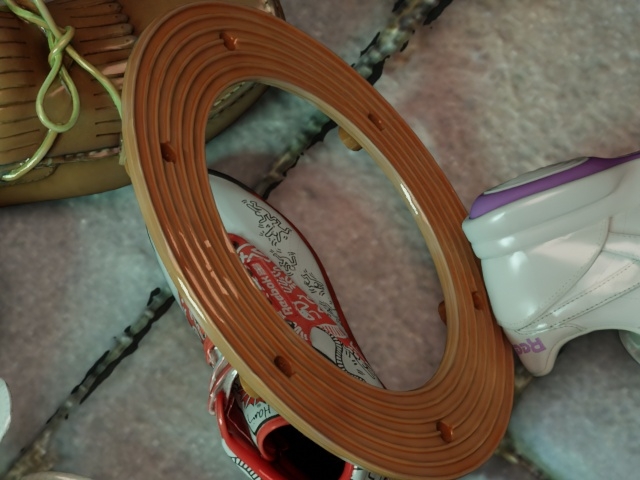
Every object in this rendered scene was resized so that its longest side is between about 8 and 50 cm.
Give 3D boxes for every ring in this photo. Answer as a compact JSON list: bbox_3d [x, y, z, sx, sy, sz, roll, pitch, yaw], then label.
[{"bbox_3d":[0.000,0.000,1.220,0.032,0.336,0.336,-34,72,31],"label":"ring"}]

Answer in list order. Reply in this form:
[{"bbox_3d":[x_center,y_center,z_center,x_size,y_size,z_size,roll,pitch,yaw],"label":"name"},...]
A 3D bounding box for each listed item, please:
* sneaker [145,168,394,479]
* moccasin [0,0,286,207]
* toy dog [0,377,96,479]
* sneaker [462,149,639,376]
[{"bbox_3d":[-0.040,0.057,1.257,0.090,0.145,0.270,-38,76,12],"label":"sneaker"},{"bbox_3d":[-0.207,-0.102,1.315,0.380,0.147,0.139,-10,74,-1],"label":"moccasin"},{"bbox_3d":[-0.266,0.093,1.210,0.220,0.161,0.333,-24,60,-24],"label":"toy dog"},{"bbox_3d":[0.252,0.001,1.309,0.305,0.114,0.152,-15,92,-3],"label":"sneaker"}]
